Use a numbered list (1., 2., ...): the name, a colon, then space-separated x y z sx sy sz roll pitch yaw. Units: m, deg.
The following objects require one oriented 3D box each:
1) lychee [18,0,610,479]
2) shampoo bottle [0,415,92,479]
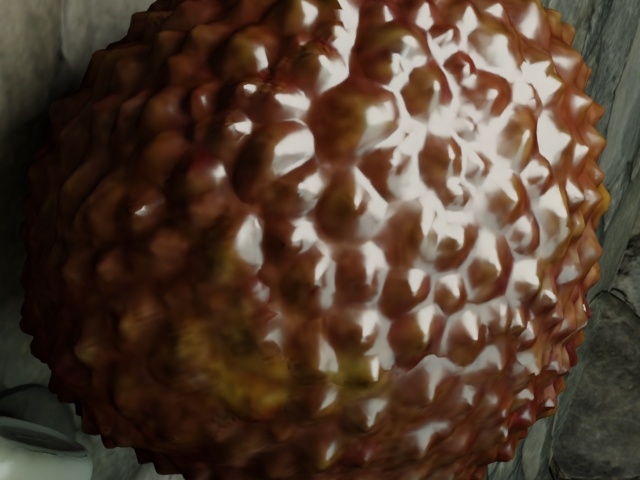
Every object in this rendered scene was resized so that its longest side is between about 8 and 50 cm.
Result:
1. lychee: 0.000 0.000 0.609 0.275 0.275 0.304 -27 153 -56
2. shampoo bottle: -0.193 0.194 0.644 0.221 0.051 0.108 -62 156 -1
